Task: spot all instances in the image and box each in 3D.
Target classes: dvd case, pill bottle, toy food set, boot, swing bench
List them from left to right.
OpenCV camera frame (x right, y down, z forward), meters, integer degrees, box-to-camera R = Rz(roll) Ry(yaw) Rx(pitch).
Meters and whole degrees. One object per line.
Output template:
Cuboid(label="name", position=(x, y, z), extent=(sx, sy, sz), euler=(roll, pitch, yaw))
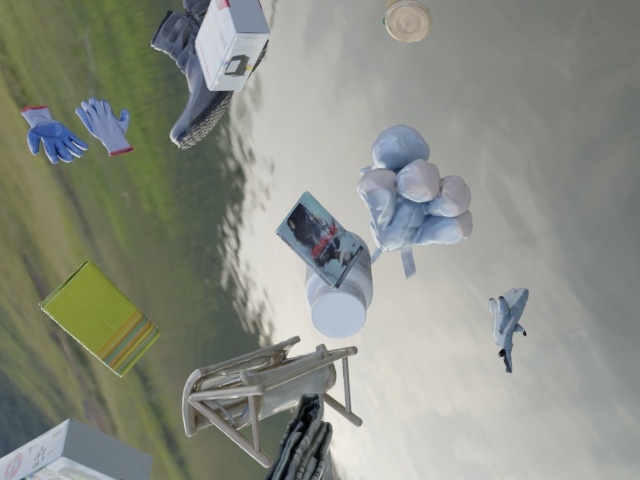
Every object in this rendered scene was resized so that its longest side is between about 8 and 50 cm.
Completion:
Cuboid(label="boot", position=(-0.290, -0.381, 1.923), extent=(0.222, 0.338, 0.118), euler=(34, 159, -1))
Cuboid(label="swing bench", position=(-0.097, 0.291, 1.667), extent=(0.254, 0.253, 0.165), euler=(8, 107, 45))
Cuboid(label="dvd case", position=(0.000, 0.000, 1.201), extent=(0.119, 0.087, 0.013), euler=(47, 142, -15))
Cuboid(label="pill bottle", position=(0.035, 0.084, 1.664), extent=(0.229, 0.131, 0.131), euler=(-88, -16, -63))
Cuboid(label="toy food set", position=(0.146, -0.369, 1.449), extent=(0.083, 0.083, 0.020), euler=(100, -178, -46))

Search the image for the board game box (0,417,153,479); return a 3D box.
Cuboid(label="board game box", position=(-0.539, 0.506, 1.809), extent=(0.224, 0.303, 0.097), euler=(38, -146, -34))

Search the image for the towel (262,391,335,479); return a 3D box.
Cuboid(label="towel", position=(-0.028, 0.374, 0.904), extent=(0.312, 0.056, 0.324), euler=(-59, -31, -52))

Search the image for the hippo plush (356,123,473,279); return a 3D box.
Cuboid(label="hippo plush", position=(0.193, -0.102, 1.771), extent=(0.294, 0.234, 0.237), euler=(88, -174, -45))

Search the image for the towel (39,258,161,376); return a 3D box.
Cuboid(label="towel", position=(-0.340, 0.125, 1.358), extent=(0.021, 0.102, 0.237), euler=(30, 162, 35))

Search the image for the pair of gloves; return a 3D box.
Cuboid(label="pair of gloves", position=(-0.420, -0.196, 1.515), extent=(0.159, 0.198, 0.023), euler=(52, 143, 31))

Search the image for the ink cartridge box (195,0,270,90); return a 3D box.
Cuboid(label="ink cartridge box", position=(-0.171, -0.388, 1.646), extent=(0.175, 0.072, 0.127), euler=(-51, 52, 53))

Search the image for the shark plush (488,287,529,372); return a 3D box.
Cuboid(label="shark plush", position=(0.365, 0.169, 1.648), extent=(0.073, 0.067, 0.161), euler=(108, 165, -69))
